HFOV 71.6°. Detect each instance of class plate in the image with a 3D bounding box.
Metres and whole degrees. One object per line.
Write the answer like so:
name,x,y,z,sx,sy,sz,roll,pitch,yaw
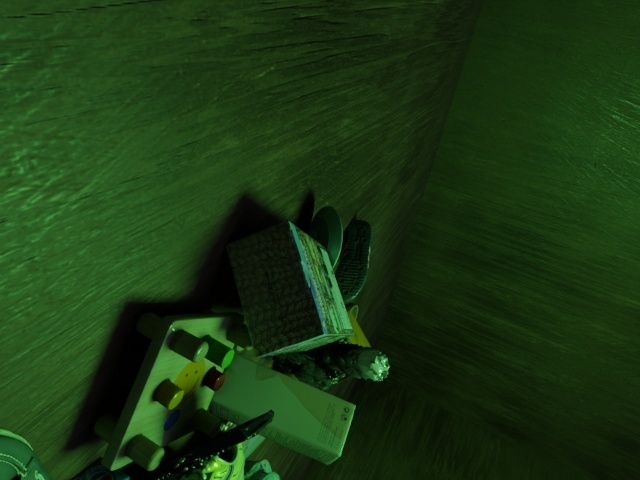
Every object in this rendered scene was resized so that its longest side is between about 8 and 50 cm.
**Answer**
plate,0.000,0.000,1.178,0.024,0.188,0.188,6,110,-29

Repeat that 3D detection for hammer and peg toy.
hammer and peg toy,-0.230,0.264,0.845,0.265,0.127,0.361,-67,161,-1

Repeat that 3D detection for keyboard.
keyboard,-0.241,0.401,0.811,0.317,0.033,0.201,-33,164,22

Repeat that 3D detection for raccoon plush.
raccoon plush,0.066,0.262,1.281,0.299,0.447,0.216,-52,130,-36

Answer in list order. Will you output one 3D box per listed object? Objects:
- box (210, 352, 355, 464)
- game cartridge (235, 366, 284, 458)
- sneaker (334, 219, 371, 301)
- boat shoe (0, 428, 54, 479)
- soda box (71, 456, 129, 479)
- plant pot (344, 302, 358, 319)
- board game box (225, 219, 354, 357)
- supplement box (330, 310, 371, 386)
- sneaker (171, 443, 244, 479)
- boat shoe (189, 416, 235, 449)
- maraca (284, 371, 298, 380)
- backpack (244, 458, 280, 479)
box,-0.092,0.398,1.045,0.148,0.311,0.121,111,3,-55
game cartridge,-0.190,0.544,1.392,0.355,0.068,0.230,-17,131,-67
sneaker,0.120,0.089,1.576,0.131,0.112,0.319,88,18,-60
boat shoe,-0.382,0.340,0.560,0.116,0.099,0.319,-51,155,-40
soda box,-0.388,0.485,0.759,0.071,0.067,0.210,-26,136,-63
plant pot,0.050,0.340,1.736,0.237,0.110,0.237,-53,157,-34
board game box,-0.053,0.117,0.968,0.291,0.141,0.232,38,32,-70
supplement box,0.052,0.379,1.540,0.194,0.191,0.129,-33,171,19
sneaker,-0.277,0.526,0.920,0.385,0.145,0.147,10,85,-77
boat shoe,-0.261,0.468,1.089,0.183,0.066,0.066,-62,159,-15
maraca,-0.061,0.378,1.438,0.099,0.127,0.185,53,31,-34
backpack,-0.222,0.812,1.378,0.253,0.191,0.225,-8,88,-78
